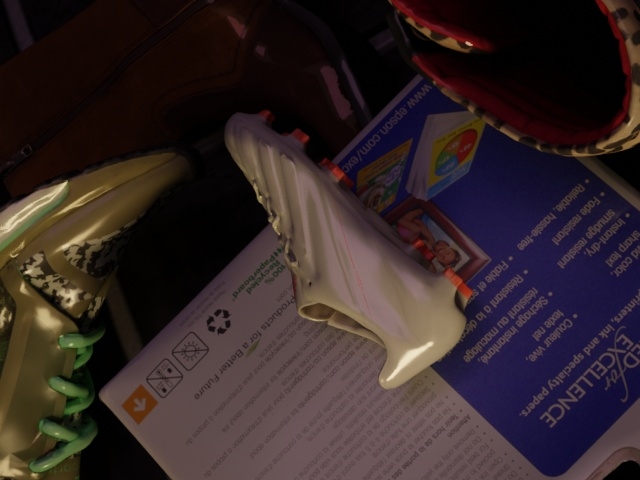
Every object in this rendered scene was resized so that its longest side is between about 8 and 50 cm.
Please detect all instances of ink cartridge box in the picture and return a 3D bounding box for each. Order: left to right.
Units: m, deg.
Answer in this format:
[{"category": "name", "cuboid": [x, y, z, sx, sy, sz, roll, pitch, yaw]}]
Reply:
[{"category": "ink cartridge box", "cuboid": [0.075, 0.085, 0.990, 0.303, 0.072, 0.307, -44, 62, -3]}]

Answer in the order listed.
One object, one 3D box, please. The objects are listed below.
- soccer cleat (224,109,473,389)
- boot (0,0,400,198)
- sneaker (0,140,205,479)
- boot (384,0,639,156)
[{"category": "soccer cleat", "cuboid": [0.000, 0.000, 0.983, 0.076, 0.068, 0.196, -47, 63, 0]}, {"category": "boot", "cuboid": [-0.099, -0.075, 1.211, 0.280, 0.096, 0.264, -37, 79, 16]}, {"category": "sneaker", "cuboid": [-0.199, 0.105, 1.170, 0.182, 0.158, 0.410, 45, 102, 2]}, {"category": "boot", "cuboid": [0.149, -0.183, 1.029, 0.377, 0.284, 0.138, 49, 131, 27]}]
